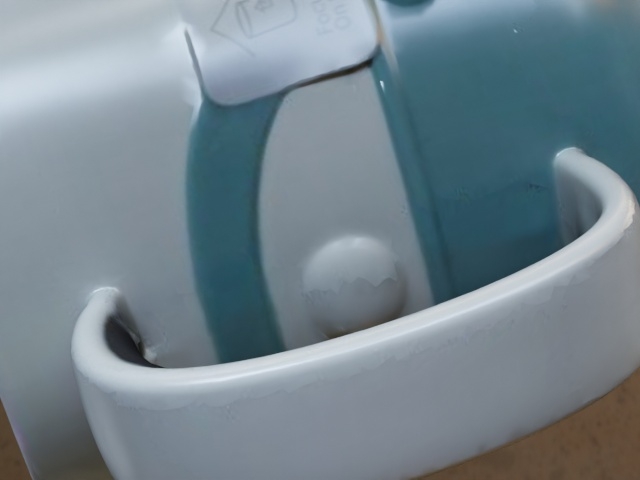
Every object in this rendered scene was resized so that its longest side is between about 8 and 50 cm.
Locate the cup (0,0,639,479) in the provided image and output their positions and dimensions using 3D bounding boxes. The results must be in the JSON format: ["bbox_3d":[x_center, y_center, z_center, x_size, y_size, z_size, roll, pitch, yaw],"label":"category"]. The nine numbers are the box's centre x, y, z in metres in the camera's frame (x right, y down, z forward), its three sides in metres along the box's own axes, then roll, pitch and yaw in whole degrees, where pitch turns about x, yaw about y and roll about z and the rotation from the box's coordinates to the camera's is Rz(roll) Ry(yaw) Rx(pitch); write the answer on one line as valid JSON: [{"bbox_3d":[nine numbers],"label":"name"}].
[{"bbox_3d":[-0.003,-0.015,0.478,0.258,0.289,0.219,-16,114,-2],"label":"cup"}]
